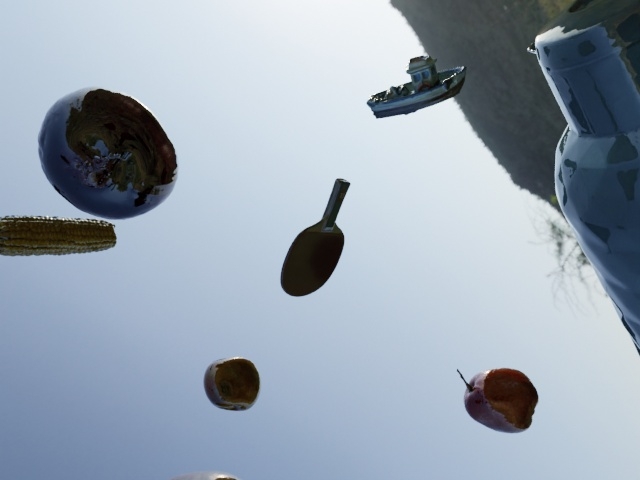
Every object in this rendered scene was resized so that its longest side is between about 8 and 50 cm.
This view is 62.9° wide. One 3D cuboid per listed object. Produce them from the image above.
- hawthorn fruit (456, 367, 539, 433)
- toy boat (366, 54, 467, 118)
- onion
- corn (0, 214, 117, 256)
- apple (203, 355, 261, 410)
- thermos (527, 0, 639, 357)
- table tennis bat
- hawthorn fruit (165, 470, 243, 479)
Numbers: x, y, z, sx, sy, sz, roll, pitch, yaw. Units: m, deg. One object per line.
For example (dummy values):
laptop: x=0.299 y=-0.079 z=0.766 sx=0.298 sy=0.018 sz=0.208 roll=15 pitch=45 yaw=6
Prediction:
hawthorn fruit: x=0.405 y=0.373 z=1.249 sx=0.204 sy=0.162 sz=0.162 roll=14 pitch=-140 yaw=2
toy boat: x=0.129 y=-0.215 z=0.717 sx=0.059 sy=0.140 sz=0.066 roll=-79 pitch=-28 yaw=-52
onion: x=-0.417 y=-0.154 z=1.013 sx=0.273 sy=0.273 sz=0.285 roll=44 pitch=-163 yaw=-22
corn: x=-0.690 y=-0.012 z=1.346 sx=0.318 sy=0.115 sz=0.115 roll=0 pitch=-117 yaw=-41
apple: x=-0.168 y=0.277 z=1.008 sx=0.114 sy=0.099 sz=0.102 roll=37 pitch=-143 yaw=-60
thermos: x=0.239 y=-0.026 z=0.324 sx=0.286 sy=0.145 sz=0.182 roll=51 pitch=180 yaw=-22
table tennis bat: x=0.000 y=0.000 z=1.085 sx=0.154 sy=0.274 sz=0.021 roll=2 pitch=-153 yaw=-44
hawthorn fruit: x=-0.263 y=0.600 z=1.051 sx=0.268 sy=0.301 sz=0.267 roll=0 pitch=-90 yaw=-77
